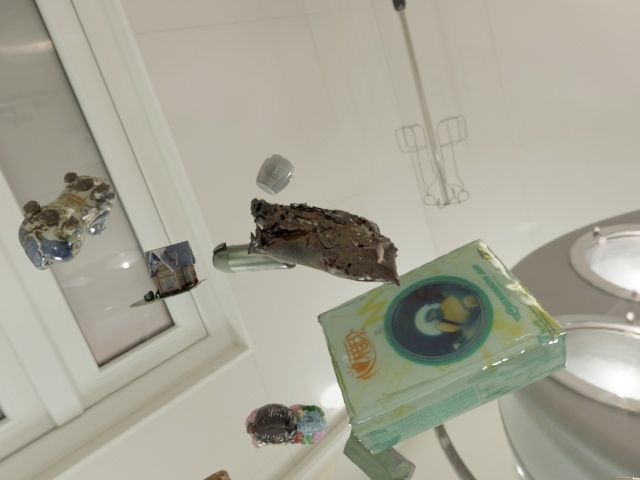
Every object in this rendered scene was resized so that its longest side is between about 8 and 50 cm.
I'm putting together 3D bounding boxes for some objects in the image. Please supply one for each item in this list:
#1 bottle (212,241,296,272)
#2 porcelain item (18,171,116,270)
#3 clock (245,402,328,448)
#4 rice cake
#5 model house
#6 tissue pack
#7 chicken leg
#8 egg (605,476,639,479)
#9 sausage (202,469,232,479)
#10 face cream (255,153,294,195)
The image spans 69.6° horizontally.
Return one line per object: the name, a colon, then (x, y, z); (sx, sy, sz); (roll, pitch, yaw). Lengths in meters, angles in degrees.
bottle: (-0.180, 0.039, 1.227); (0.254, 0.096, 0.079); (-6, -145, 30)
porcelain item: (-0.634, -0.045, 1.171); (0.138, 0.186, 0.288); (22, -137, -4)
clock: (-0.081, 0.436, 1.089); (0.194, 0.100, 0.195); (-1, 161, -9)
rice cake: (0.111, 0.430, 0.912); (0.080, 0.042, 0.222); (-62, -163, -11)
model house: (-0.287, 0.056, 0.850); (0.117, 0.088, 0.167); (-15, -176, -1)
tissue pack: (0.213, 0.192, 0.896); (0.388, 0.162, 0.287); (-26, -143, 3)
chicken leg: (0.000, 0.000, 0.523); (0.234, 0.063, 0.105); (15, -139, 29)
egg: (0.508, 0.489, 0.741); (0.195, 0.233, 0.195); (4, -158, -2)
sausage: (-0.350, 0.743, 1.256); (0.302, 0.103, 0.076); (-47, -169, 3)
face cream: (-0.122, -0.175, 1.238); (0.095, 0.091, 0.091); (-57, -154, -12)
